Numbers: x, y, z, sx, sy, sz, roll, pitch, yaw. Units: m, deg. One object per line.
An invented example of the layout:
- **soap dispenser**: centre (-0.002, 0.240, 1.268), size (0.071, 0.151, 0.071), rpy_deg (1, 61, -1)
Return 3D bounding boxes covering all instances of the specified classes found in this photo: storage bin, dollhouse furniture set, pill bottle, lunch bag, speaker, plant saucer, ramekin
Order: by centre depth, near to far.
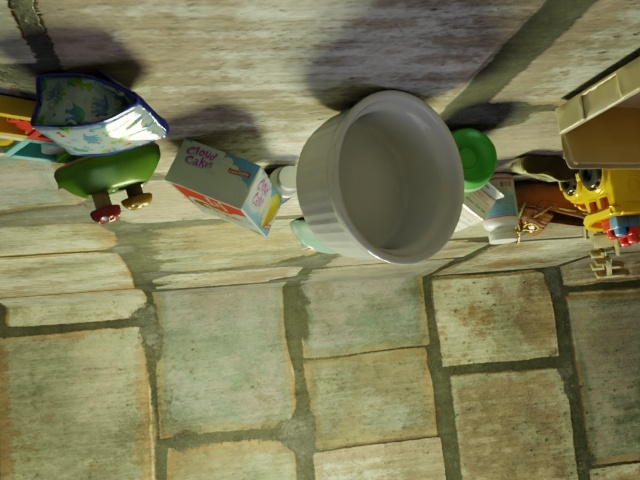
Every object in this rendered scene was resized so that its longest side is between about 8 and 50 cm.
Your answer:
- **lunch bag**: centre (-0.302, -0.175, 1.047), size (0.151, 0.096, 0.129), rpy_deg (3, 171, 8)
- **storage bin**: centre (0.572, -0.211, 1.234), size (0.261, 0.123, 0.262), rpy_deg (-2, 170, -17)
- **ramekin**: centre (0.093, -0.095, 1.235), size (0.277, 0.277, 0.135), rpy_deg (2, 174, -36)
- **speaker**: centre (0.244, -0.128, 1.519), size (0.131, 0.131, 0.296), rpy_deg (-3, 169, -13)
- **pill bottle**: centre (-0.080, -0.116, 1.570), size (0.067, 0.067, 0.120), rpy_deg (-2, 169, -21)
- **pill bottle**: centre (0.428, -0.075, 1.801), size (0.087, 0.160, 0.087), rpy_deg (-5, 169, -1)
- **plant saucer**: centre (0.000, 0.000, 2.125), size (0.195, 0.037, 0.195), rpy_deg (18, 164, 5)
- **dollhouse furniture set**: centre (0.858, -0.031, 2.173), size (0.161, 0.212, 0.242), rpy_deg (-6, -164, 12)

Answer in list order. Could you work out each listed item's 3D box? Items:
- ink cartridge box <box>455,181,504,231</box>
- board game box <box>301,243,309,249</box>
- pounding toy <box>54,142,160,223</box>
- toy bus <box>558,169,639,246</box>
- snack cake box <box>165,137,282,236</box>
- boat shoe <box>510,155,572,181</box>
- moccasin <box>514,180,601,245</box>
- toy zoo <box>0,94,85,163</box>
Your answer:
- **ink cartridge box**: centre (0.326, -0.092, 1.765), size (0.115, 0.067, 0.198), rpy_deg (38, 158, -9)
- **board game box**: centre (0.115, -0.005, 2.325), size (0.305, 0.053, 0.193), rpy_deg (5, 165, -44)
- **pounding toy**: centre (-0.361, -0.087, 1.320), size (0.183, 0.110, 0.237), rpy_deg (-18, -179, -20)
- **toy bus**: centre (0.670, -0.085, 1.744), size (0.150, 0.211, 0.220), rpy_deg (-5, 171, -13)
- **snack cake box**: centre (-0.174, -0.094, 1.426), size (0.152, 0.089, 0.264), rpy_deg (23, 173, 9)
- **boat shoe**: centre (0.498, -0.160, 1.683), size (0.153, 0.056, 0.048), rpy_deg (1, 177, -27)
- **moccasin**: centre (0.548, -0.069, 1.934), size (0.380, 0.146, 0.139), rpy_deg (-2, 169, -20)
- **toy zoo**: centre (-0.452, -0.170, 1.177), size (0.293, 0.030, 0.192), rpy_deg (4, 166, -44)
